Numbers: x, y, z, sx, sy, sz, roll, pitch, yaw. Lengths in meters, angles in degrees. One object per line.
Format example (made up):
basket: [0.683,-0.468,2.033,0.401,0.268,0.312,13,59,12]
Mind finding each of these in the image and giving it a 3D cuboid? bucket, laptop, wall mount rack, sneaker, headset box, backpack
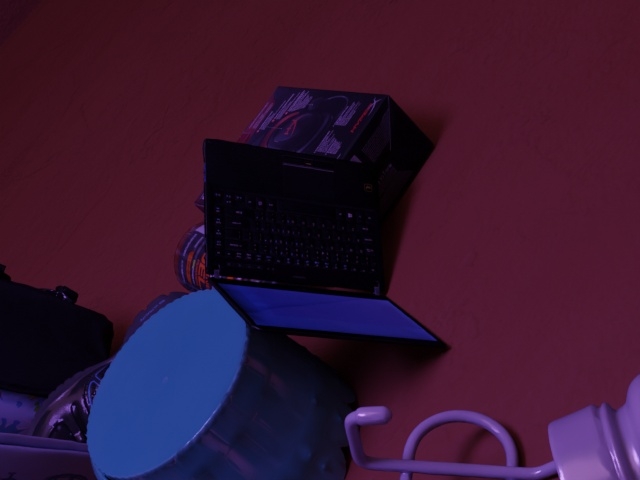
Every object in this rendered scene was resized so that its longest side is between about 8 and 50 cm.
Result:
bucket: [-0.117,0.203,1.397,0.281,0.183,0.281,-30,36,25]
laptop: [0.000,0.000,1.400,0.136,0.234,0.264,-33,55,56]
wall mount rack: [0.163,0.259,1.071,0.304,0.130,0.350,1,46,9]
sneaker: [-0.256,0.216,1.601,0.341,0.125,0.139,-51,33,-5]
headset box: [-0.023,-0.090,1.673,0.293,0.110,0.218,13,65,54]
backpack: [-0.514,0.203,1.789,0.355,0.290,0.273,-18,57,47]

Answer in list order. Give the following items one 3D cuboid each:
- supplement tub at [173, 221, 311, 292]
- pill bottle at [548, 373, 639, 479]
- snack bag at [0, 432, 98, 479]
supplement tub: [-0.099,0.044,1.611,0.198,0.106,0.106,21,71,48]
pill bottle: [0.324,0.151,0.913,0.283,0.160,0.160,-22,38,14]
snack bag: [-0.446,0.357,1.475,0.342,0.323,0.037,-52,54,16]
